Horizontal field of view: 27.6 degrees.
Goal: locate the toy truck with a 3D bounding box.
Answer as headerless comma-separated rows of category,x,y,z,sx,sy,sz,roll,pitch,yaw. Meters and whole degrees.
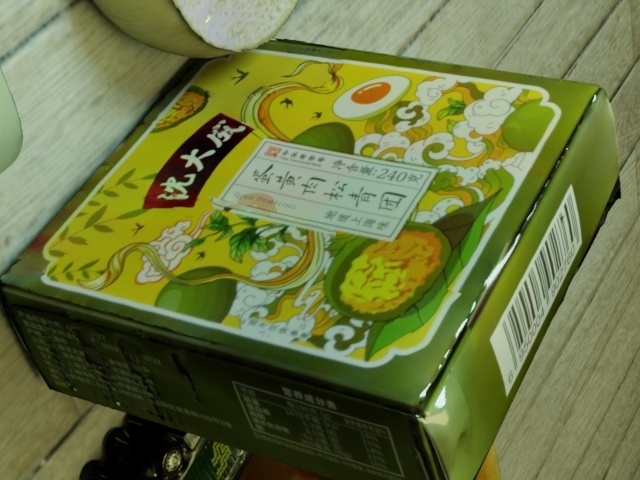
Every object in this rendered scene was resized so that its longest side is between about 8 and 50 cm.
toy truck,-0.139,0.200,1.291,0.259,0.088,0.121,-59,144,-28

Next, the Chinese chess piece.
Chinese chess piece,-0.102,-0.296,1.146,0.270,0.112,0.270,-29,125,-52

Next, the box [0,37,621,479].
box,0.000,0.000,1.119,0.373,0.420,0.138,-55,145,-33

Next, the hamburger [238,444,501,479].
hamburger,0.056,0.297,1.453,0.314,0.290,0.170,-52,145,-39

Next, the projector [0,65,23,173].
projector,-0.345,-0.074,0.673,0.249,0.248,0.248,-52,142,-38
